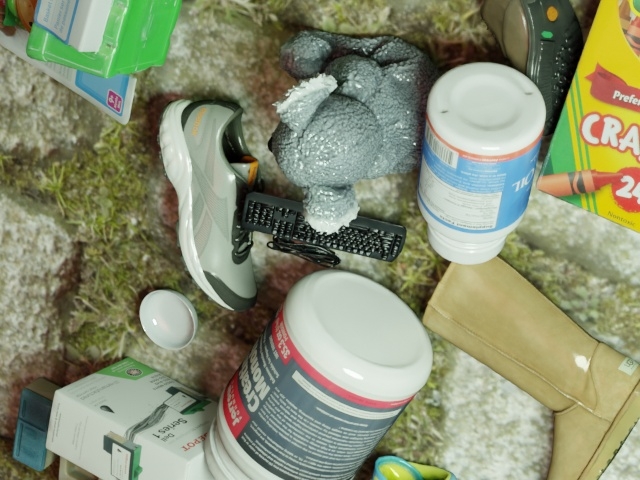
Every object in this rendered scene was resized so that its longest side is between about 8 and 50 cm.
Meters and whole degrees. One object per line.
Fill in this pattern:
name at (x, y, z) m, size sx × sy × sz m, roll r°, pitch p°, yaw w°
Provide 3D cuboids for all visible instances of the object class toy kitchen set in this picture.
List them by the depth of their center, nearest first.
toy kitchen set at (-0.351, 0.306, 2.077) m, size 0.207 × 0.166 × 0.122 m, roll 23°, pitch 119°, yaw 18°

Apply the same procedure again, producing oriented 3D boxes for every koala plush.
koala plush at (0.024, -0.122, 1.679) m, size 0.203 × 0.221 × 0.196 m, roll -1°, pitch 109°, yaw 27°

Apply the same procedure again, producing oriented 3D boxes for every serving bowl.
serving bowl at (-0.192, 0.099, 1.994) m, size 0.083 × 0.027 × 0.083 m, roll 10°, pitch 113°, yaw 24°

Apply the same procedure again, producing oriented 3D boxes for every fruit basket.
fruit basket at (-0.323, -0.351, 1.805) m, size 0.353 × 0.165 × 0.327 m, roll 31°, pitch 121°, yaw 17°

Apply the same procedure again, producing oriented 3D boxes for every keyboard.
keyboard at (0.000, 0.000, 1.805) m, size 0.192 × 0.038 × 0.100 m, roll 13°, pitch 147°, yaw 1°

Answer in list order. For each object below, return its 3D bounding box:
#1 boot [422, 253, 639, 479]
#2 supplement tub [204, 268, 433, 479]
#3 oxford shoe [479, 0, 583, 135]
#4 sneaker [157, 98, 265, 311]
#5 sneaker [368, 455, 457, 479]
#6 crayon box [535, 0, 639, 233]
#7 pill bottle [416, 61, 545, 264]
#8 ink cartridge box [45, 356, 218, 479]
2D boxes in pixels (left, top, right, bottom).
boot at (0.233, 0.159, 1.771) m, size 0.269 × 0.089 × 0.236 m, roll 35°, pitch 118°, yaw 14°
supplement tub at (-0.007, 0.186, 1.834) m, size 0.191 × 0.191 × 0.272 m, roll 39°, pitch 123°, yaw 9°
oxford shoe at (0.220, -0.223, 1.635) m, size 0.096 × 0.083 × 0.227 m, roll 15°, pitch 121°, yaw 48°
sneaker at (-0.116, -0.041, 1.860) m, size 0.108 × 0.100 × 0.271 m, roll -6°, pitch 107°, yaw 23°
sneaker at (0.072, 0.383, 1.917) m, size 0.319 × 0.127 × 0.208 m, roll -29°, pitch 97°, yaw 23°
crayon box at (0.366, -0.161, 1.570) m, size 0.202 × 0.081 × 0.318 m, roll 24°, pitch 118°, yaw 18°
pill bottle at (0.167, -0.075, 1.648) m, size 0.124 × 0.124 × 0.221 m, roll 26°, pitch 148°, yaw 16°
ink cartridge box at (-0.214, 0.251, 1.974) m, size 0.219 × 0.160 × 0.092 m, roll 23°, pitch 114°, yaw 25°
